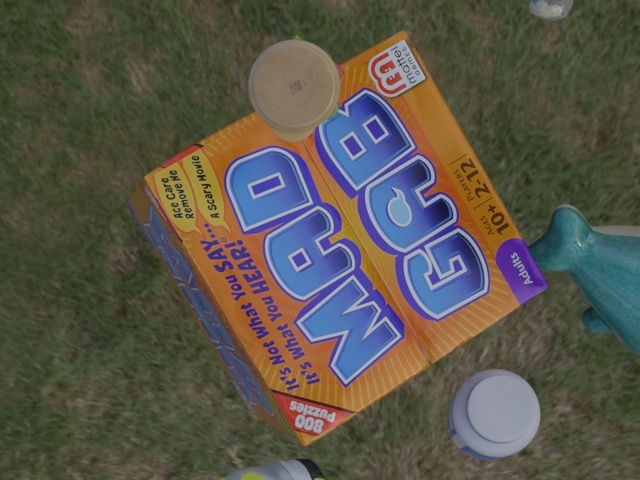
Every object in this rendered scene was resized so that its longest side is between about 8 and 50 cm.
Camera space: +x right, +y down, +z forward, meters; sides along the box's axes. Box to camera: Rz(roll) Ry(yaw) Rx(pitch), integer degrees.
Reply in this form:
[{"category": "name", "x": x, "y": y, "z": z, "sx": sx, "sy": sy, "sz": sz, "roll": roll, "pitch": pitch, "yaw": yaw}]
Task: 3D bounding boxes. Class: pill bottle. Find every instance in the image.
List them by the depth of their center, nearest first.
[{"category": "pill bottle", "x": 0.248, "y": 0.250, "z": 1.534, "sx": 0.124, "sy": 0.221, "sz": 0.124, "roll": -1, "pitch": 77, "yaw": 3}]

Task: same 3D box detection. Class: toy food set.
[{"category": "toy food set", "x": -0.021, "y": -0.134, "z": 0.934, "sx": 0.082, "sy": 0.020, "sz": 0.083, "roll": -40, "pitch": 99, "yaw": 4}]

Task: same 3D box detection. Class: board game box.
[{"category": "board game box", "x": 0.000, "y": 0.000, "z": 1.391, "sx": 0.356, "sy": 0.356, "sz": 0.356, "roll": -31, "pitch": 94, "yaw": -13}]

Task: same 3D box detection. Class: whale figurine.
[{"category": "whale figurine", "x": 0.396, "y": 0.059, "z": 1.356, "sx": 0.272, "sy": 0.216, "sz": 0.141, "roll": 25, "pitch": 42, "yaw": -8}]

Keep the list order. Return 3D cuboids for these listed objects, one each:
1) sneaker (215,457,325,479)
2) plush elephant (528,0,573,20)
[{"category": "sneaker", "x": -0.051, "y": 0.404, "z": 1.022, "sx": 0.147, "sy": 0.145, "sz": 0.385, "roll": -3, "pitch": 56, "yaw": -9}, {"category": "plush elephant", "x": 0.479, "y": -0.506, "z": 1.665, "sx": 0.272, "sy": 0.255, "sz": 0.330, "roll": -8, "pitch": 110, "yaw": -3}]
